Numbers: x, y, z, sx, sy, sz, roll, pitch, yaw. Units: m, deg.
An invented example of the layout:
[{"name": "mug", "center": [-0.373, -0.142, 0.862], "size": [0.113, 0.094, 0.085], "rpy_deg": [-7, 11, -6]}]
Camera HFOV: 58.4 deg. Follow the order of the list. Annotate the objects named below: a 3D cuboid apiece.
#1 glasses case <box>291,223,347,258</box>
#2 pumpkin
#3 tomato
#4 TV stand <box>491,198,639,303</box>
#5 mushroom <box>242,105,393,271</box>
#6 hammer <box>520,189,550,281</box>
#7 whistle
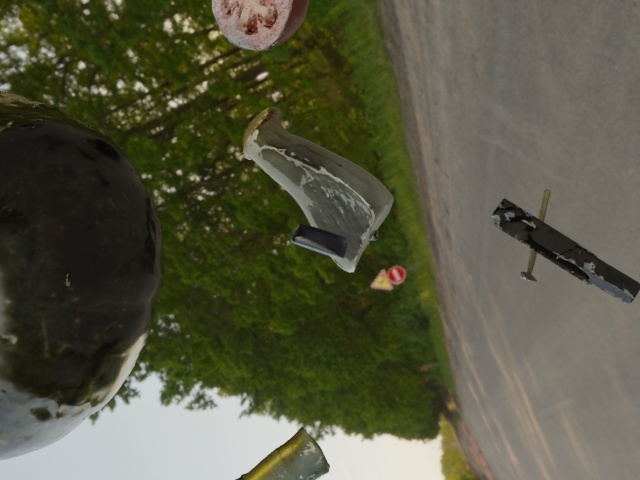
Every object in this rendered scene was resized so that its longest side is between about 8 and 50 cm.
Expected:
[{"name": "glasses case", "center": [0.000, 0.000, 0.843], "size": [0.023, 0.083, 0.033], "rpy_deg": [127, 162, -80]}, {"name": "pumpkin", "center": [-0.411, 0.038, 0.696], "size": [0.454, 0.455, 0.344], "rpy_deg": [64, -177, -1]}, {"name": "tomato", "center": [-0.099, -0.447, 1.023], "size": [0.085, 0.225, 0.224], "rpy_deg": [-17, -100, -51]}, {"name": "TV stand", "center": [0.394, 0.018, 0.930], "size": [0.249, 0.036, 0.042], "rpy_deg": [35, 166, 16]}, {"name": "mushroom", "center": [-0.017, -0.105, 1.033], "size": [0.329, 0.159, 0.122], "rpy_deg": [40, 166, 10]}, {"name": "hammer", "center": [0.457, -0.010, 1.200], "size": [0.013, 0.198, 0.062], "rpy_deg": [8, 169, 45]}, {"name": "whistle", "center": [-0.131, 0.352, 0.689], "size": [0.057, 0.327, 0.068], "rpy_deg": [56, 169, -11]}]
